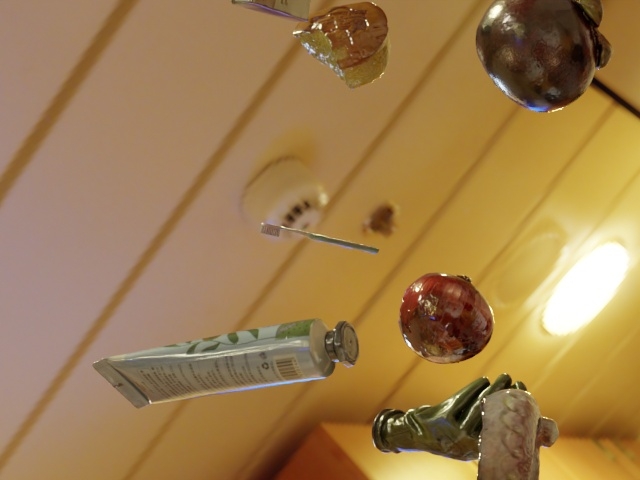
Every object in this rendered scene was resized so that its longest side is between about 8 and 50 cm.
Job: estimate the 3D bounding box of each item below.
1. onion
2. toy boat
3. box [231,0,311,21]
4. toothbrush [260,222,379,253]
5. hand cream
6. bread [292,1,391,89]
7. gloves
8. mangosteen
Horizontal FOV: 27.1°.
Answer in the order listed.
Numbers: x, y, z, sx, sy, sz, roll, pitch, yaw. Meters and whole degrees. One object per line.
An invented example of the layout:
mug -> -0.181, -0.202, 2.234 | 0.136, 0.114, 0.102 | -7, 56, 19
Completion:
onion -> 0.163, 0.101, 1.730 | 0.131, 0.131, 0.131 | -31, -33, -23
toy boat -> 0.215, 0.256, 1.442 | 0.227, 0.085, 0.155 | -74, -20, -56
box -> -0.056, -0.337, 1.638 | 0.177, 0.036, 0.115 | -7, -79, -68
toothbrush -> 0.000, 0.000, 1.678 | 0.167, 0.011, 0.014 | 12, -92, -25
hand cream -> -0.093, 0.123, 1.321 | 0.271, 0.058, 0.091 | -13, -40, 24
bread -> 0.047, -0.311, 2.054 | 0.125, 0.156, 0.086 | -37, -41, -14
gloves -> 0.199, 0.276, 1.977 | 0.268, 0.107, 0.135 | -22, -35, 34
mangosteen -> 0.252, -0.220, 1.481 | 0.152, 0.152, 0.152 | -31, -33, -23
